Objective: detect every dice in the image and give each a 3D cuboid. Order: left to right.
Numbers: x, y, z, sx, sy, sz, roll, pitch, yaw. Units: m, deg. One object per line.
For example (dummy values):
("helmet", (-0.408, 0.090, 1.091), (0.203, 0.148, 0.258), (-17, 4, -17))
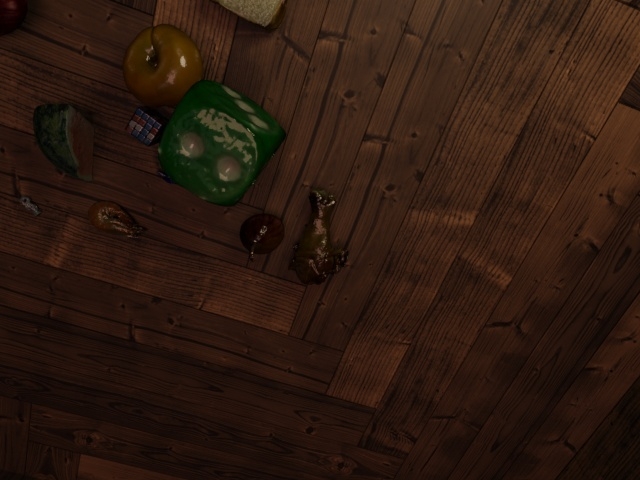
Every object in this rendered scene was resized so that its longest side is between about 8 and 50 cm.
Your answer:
("dice", (-0.303, -0.299, 1.286), (0.300, 0.297, 0.287), (33, 111, -13))

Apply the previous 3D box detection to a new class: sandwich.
("sandwich", (-0.182, -0.774, 1.198), (0.226, 0.087, 0.251), (26, 113, -7))

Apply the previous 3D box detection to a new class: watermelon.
("watermelon", (-0.840, -0.321, 1.366), (0.176, 0.256, 0.259), (-7, 111, -45))

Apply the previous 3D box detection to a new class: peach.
("peach", (-0.481, -0.531, 1.259), (0.252, 0.153, 0.250), (-1, 83, 10))

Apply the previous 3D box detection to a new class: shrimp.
("shrimp", (-0.749, -0.073, 1.519), (0.217, 0.051, 0.115), (21, 109, -5))

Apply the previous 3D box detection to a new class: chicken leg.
("chicken leg", (0.008, 0.013, 1.494), (0.212, 0.140, 0.360), (21, 115, 1))

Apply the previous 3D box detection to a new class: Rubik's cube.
("Rubik's cube", (-0.569, -0.380, 1.364), (0.092, 0.092, 0.092), (36, 108, -13))

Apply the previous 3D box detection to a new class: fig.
("fig", (-0.226, -0.018, 1.475), (0.150, 0.202, 0.148), (1, 102, 38))

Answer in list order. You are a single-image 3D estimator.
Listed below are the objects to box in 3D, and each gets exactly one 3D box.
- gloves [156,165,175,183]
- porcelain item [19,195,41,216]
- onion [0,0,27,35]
("gloves", (-0.537, -0.234, 1.459), (0.064, 0.026, 0.086), (-34, 108, 16))
("porcelain item", (-1.066, -0.127, 1.512), (0.036, 0.028, 0.083), (-34, 108, -4))
("onion", (-0.993, -0.741, 1.181), (0.273, 0.284, 0.273), (-5, 151, -3))
